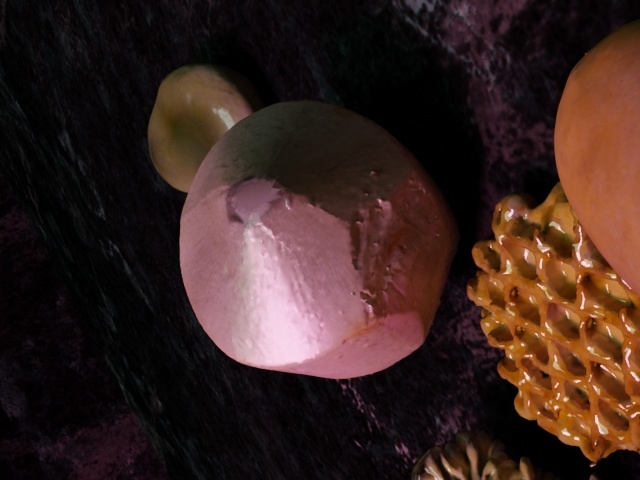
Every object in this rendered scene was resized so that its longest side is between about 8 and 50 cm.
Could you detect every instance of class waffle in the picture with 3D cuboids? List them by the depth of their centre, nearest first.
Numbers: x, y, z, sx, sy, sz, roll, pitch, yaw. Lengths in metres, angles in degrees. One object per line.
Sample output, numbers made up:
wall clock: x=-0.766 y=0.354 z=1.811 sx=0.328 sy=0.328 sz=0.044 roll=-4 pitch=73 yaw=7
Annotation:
waffle: x=0.203 y=0.076 z=0.624 sx=0.249 sy=0.056 sz=0.253 roll=52 pitch=151 yaw=24

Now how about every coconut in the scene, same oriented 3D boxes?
coconut: x=-0.002 y=0.003 z=0.720 sx=0.241 sy=0.241 sz=0.241 roll=44 pitch=149 yaw=35

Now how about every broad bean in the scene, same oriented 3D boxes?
broad bean: x=-0.127 y=-0.130 z=1.020 sx=0.228 sy=0.100 sz=0.169 roll=8 pitch=131 yaw=46

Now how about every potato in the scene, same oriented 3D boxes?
potato: x=0.209 y=-0.023 z=0.433 sx=0.234 sy=0.146 sz=0.150 roll=46 pitch=120 yaw=33

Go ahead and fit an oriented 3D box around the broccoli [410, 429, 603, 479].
broccoli: x=0.170 y=0.312 z=0.700 sx=0.288 sy=0.245 sz=0.248 roll=25 pitch=112 yaw=20
